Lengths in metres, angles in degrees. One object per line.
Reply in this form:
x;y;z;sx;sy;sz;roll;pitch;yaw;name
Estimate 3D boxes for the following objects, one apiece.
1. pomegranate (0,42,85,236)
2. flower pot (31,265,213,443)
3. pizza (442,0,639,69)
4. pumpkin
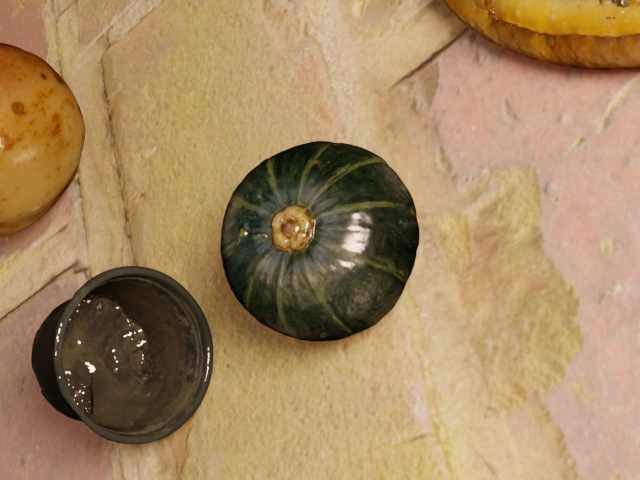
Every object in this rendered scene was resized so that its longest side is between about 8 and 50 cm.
-0.365;-0.106;1.432;0.215;0.215;0.215;-20;59;37;pomegranate
-0.189;0.106;1.229;0.107;0.157;0.157;-12;63;56;flower pot
0.232;-0.243;1.028;0.287;0.074;0.251;-49;48;18;pizza
-0.001;-0.001;1.102;0.167;0.125;0.167;1;92;29;pumpkin
